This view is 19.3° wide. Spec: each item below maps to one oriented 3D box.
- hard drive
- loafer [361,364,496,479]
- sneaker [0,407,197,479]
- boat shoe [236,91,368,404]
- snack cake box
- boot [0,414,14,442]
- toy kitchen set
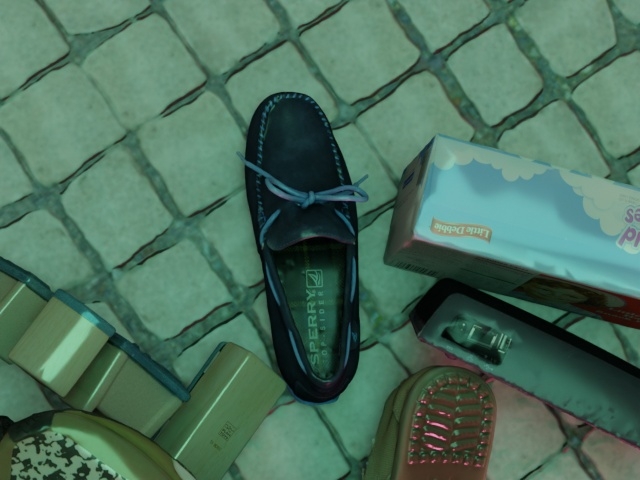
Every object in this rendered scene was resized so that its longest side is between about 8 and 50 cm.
[{"bbox_3d":[0.195,0.105,1.490,0.254,0.172,0.054,26,94,-2],"label":"hard drive"},{"bbox_3d":[0.075,0.225,1.502,0.102,0.092,0.269,15,95,-14],"label":"loafer"},{"bbox_3d":[-0.116,0.309,1.265,0.158,0.182,0.410,-22,93,10],"label":"sneaker"},{"bbox_3d":[0.000,0.000,1.526,0.109,0.089,0.258,-12,82,-9],"label":"boat shoe"},{"bbox_3d":[0.195,0.001,1.520,0.264,0.152,0.089,15,79,-5],"label":"snack cake box"},{"bbox_3d":[-0.163,0.231,1.423,0.348,0.131,0.260,-32,86,0],"label":"boot"},{"bbox_3d":[-0.165,0.087,1.506,0.122,0.166,0.207,-53,127,-11],"label":"toy kitchen set"}]
